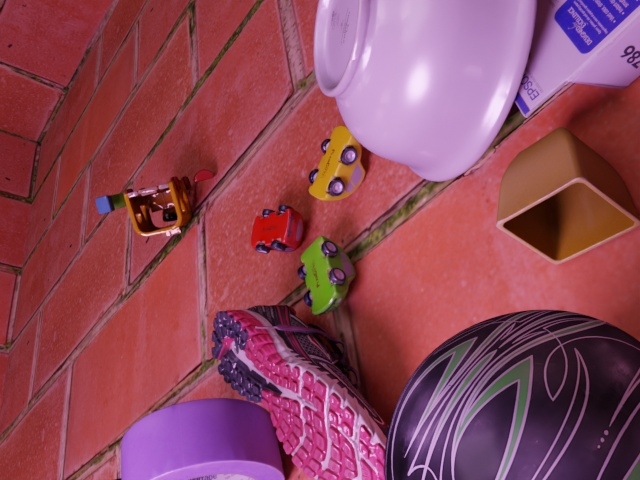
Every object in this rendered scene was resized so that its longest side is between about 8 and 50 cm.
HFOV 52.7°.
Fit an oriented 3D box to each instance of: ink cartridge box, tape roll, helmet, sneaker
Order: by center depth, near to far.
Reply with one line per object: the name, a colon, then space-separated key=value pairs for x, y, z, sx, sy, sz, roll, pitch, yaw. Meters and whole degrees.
helmet: x=0.119 y=0.119 z=0.357 sx=0.169 sy=0.170 sz=0.161 roll=18 pitch=104 yaw=56
ink cartridge box: x=0.281 y=-0.256 z=0.538 sx=0.333 sy=0.065 sz=0.165 roll=-44 pitch=43 yaw=33
sneaker: x=-0.006 y=0.156 z=0.721 sx=0.299 sy=0.112 sz=0.120 roll=39 pitch=128 yaw=41
tape roll: x=-0.142 y=0.273 z=0.780 sx=0.189 sy=0.189 sz=0.080 roll=-48 pitch=40 yaw=32

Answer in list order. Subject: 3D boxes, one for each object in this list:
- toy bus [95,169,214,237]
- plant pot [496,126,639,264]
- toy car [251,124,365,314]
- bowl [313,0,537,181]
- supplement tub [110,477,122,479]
toy bus: x=-0.294 y=-0.060 z=1.223 sx=0.191 sy=0.202 sz=0.104 roll=-9 pitch=98 yaw=46
plant pot: x=0.201 y=-0.044 z=0.542 sx=0.081 sy=0.081 sz=0.083 roll=-36 pitch=36 yaw=41
toy car: x=0.000 y=0.000 z=0.828 sx=0.239 sy=0.053 sz=0.224 roll=-46 pitch=42 yaw=34
bowl: x=0.077 y=-0.213 z=0.660 sx=0.298 sy=0.134 sz=0.297 roll=-178 pitch=90 yaw=-71
supplement tub: x=-0.222 y=0.460 z=0.803 sx=0.316 sy=0.194 sz=0.193 roll=28 pitch=98 yaw=57
